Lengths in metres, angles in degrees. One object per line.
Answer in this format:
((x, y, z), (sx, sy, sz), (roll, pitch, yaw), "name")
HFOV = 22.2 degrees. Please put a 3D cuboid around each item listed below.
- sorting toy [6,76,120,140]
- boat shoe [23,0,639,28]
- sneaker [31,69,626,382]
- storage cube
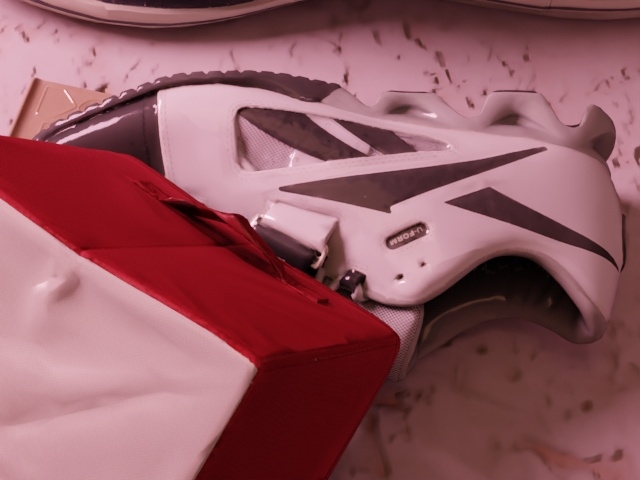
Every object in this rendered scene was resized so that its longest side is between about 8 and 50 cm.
((-0.149, -0.054, 0.941), (0.062, 0.012, 0.083), (15, 58, 1), "sorting toy")
((0.002, -0.229, 0.965), (0.500, 0.156, 0.187), (3, 62, 1), "boat shoe")
((0.000, 0.000, 0.852), (0.330, 0.122, 0.146), (-1, 59, -1), "sneaker")
((-0.106, 0.080, 0.724), (0.183, 0.193, 0.215), (33, 99, 16), "storage cube")
